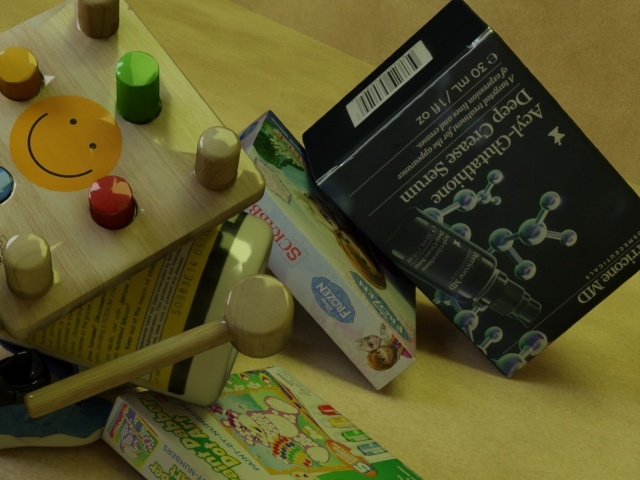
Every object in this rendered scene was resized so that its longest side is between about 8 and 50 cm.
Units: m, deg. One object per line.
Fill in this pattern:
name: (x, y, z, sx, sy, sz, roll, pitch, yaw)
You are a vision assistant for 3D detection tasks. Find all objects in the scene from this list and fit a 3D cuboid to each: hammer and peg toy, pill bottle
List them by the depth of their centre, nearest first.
hammer and peg toy: (-0.189, -0.033, 1.148, 0.266, 0.127, 0.361, -31, 72, -21)
pill bottle: (-0.226, 0.018, 1.295, 0.334, 0.188, 0.188, 19, 18, 0)

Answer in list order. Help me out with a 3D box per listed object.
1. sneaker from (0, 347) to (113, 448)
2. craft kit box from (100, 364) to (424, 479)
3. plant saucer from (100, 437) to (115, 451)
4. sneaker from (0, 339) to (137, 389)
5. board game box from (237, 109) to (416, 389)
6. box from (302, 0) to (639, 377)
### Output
sneaker: (-0.250, 0.142, 1.269, 0.152, 0.085, 0.058, 1, 26, -34)
craft kit box: (-0.039, 0.220, 1.318, 0.250, 0.061, 0.246, 35, 25, 29)
plant saucer: (-0.178, 0.191, 1.339, 0.083, 0.013, 0.083, 19, 19, -7)
sneaker: (-0.299, 0.056, 1.442, 0.296, 0.112, 0.131, 31, 21, 30)
board game box: (0.000, 0.000, 1.756, 0.319, 0.066, 0.318, 48, 14, -11)
box: (0.217, -0.071, 1.839, 0.395, 0.293, 0.212, 44, 11, -20)
